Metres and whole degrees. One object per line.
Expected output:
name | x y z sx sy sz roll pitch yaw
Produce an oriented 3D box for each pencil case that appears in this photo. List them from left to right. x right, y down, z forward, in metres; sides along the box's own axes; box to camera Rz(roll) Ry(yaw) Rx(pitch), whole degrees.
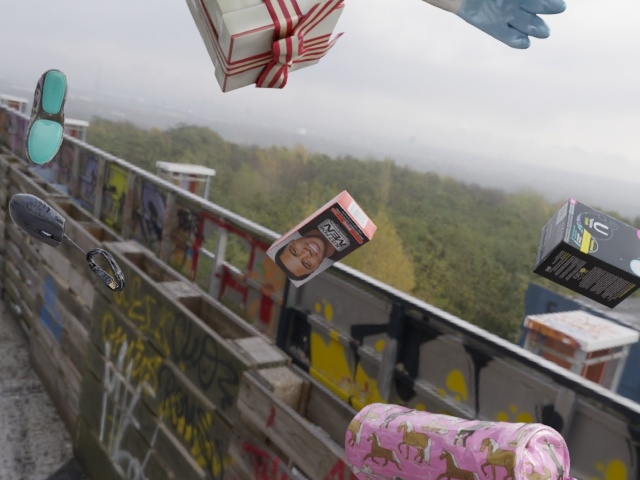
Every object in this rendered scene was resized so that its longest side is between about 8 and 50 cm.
pencil case | 0.222 0.376 0.989 0.167 0.159 0.386 -5 -4 -41

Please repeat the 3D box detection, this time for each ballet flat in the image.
ballet flat | -0.325 -0.146 0.682 0.041 0.114 0.041 14 4 -1

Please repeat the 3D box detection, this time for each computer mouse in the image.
computer mouse | -0.430 0.008 0.963 0.242 0.071 0.041 37 28 1

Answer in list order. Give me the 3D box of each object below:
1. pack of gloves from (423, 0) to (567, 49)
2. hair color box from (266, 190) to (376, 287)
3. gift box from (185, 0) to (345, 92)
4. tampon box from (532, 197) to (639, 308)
pack of gloves | 0.168 -0.305 0.547 0.046 0.195 0.232 -3 37 -29
hair color box | 0.000 0.000 0.798 0.072 0.141 0.043 49 32 -10
gift box | -0.094 -0.451 1.095 0.277 0.258 0.255 -22 -4 -11
tampon box | 0.493 0.023 1.045 0.161 0.101 0.120 25 52 3
